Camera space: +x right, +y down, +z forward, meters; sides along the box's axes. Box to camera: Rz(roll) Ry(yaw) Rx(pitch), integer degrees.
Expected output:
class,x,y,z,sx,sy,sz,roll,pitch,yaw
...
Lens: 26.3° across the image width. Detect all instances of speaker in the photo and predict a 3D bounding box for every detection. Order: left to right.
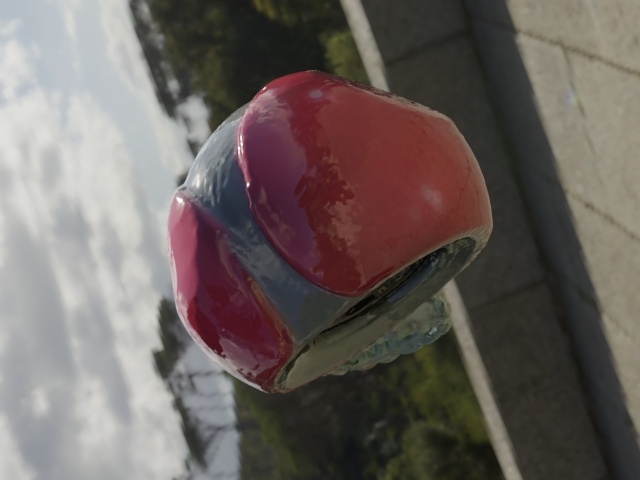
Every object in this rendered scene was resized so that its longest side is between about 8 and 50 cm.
class,x,y,z,sx,sy,sz,roll,pitch,yaw
speaker,0.000,0.000,1.201,0.294,0.294,0.294,159,90,-87

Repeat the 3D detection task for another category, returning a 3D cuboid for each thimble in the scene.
class,x,y,z,sx,sy,sz,roll,pitch,yaw
thimble,0.064,0.074,1.712,0.185,0.211,0.149,2,-114,-52
